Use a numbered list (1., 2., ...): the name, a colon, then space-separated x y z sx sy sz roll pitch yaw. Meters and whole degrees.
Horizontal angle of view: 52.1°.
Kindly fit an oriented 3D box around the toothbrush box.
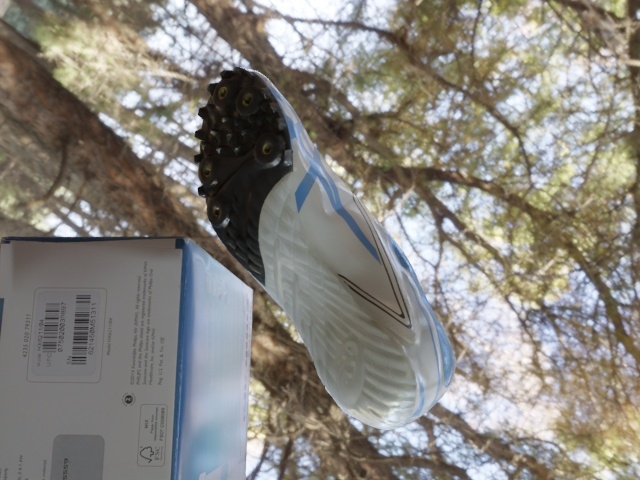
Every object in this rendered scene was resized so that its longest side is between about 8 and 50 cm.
1. toothbrush box: -0.136 0.127 0.530 0.295 0.126 0.217 72 19 -80

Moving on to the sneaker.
1. sneaker: 0.000 0.000 0.404 0.085 0.086 0.237 -36 -100 31
